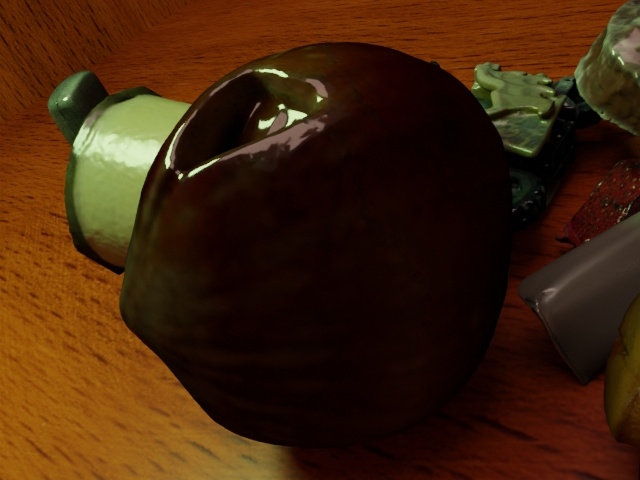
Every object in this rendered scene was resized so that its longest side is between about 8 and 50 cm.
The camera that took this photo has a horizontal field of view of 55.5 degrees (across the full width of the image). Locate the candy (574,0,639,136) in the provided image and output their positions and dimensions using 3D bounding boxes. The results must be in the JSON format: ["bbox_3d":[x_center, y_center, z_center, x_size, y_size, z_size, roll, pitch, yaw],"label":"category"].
[{"bbox_3d":[0.512,-0.230,0.831,0.289,0.157,0.214,11,64,2],"label":"candy"}]

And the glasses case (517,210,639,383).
[{"bbox_3d":[0.369,0.033,0.678,0.308,0.128,0.083,-29,9,-5],"label":"glasses case"}]

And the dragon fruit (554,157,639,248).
[{"bbox_3d":[0.389,-0.023,0.767,0.147,0.096,0.102,-54,22,11],"label":"dragon fruit"}]

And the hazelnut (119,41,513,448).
[{"bbox_3d":[0.000,0.000,0.663,0.402,0.429,0.402,0,40,0],"label":"hazelnut"}]

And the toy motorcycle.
[{"bbox_3d":[0.278,-0.146,0.927,0.237,0.169,0.410,16,46,36],"label":"toy motorcycle"}]

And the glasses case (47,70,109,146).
[{"bbox_3d":[-0.446,-0.193,1.291,0.074,0.323,0.131,-9,41,19],"label":"glasses case"}]

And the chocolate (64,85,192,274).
[{"bbox_3d":[-0.228,-0.075,1.051,0.297,0.326,0.314,17,72,16],"label":"chocolate"}]

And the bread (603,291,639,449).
[{"bbox_3d":[0.338,0.091,0.517,0.269,0.195,0.142,-12,29,-44],"label":"bread"}]

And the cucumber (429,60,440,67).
[{"bbox_3d":[0.154,-0.320,1.333,0.256,0.044,0.043,-34,-9,-11],"label":"cucumber"}]

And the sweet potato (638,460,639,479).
[{"bbox_3d":[0.337,0.269,0.377,0.130,0.131,0.423,-29,26,-6],"label":"sweet potato"}]
